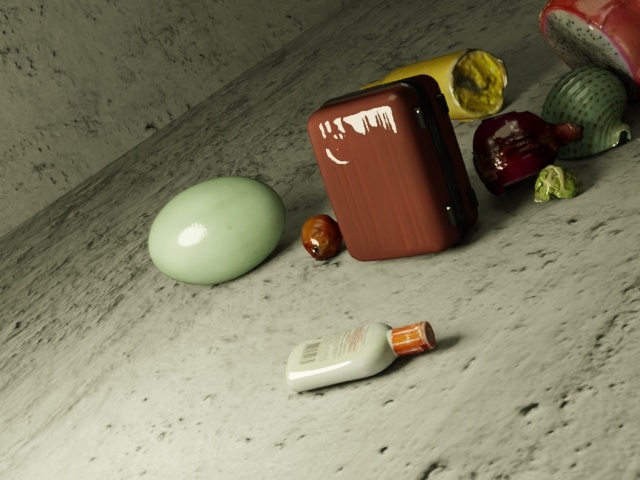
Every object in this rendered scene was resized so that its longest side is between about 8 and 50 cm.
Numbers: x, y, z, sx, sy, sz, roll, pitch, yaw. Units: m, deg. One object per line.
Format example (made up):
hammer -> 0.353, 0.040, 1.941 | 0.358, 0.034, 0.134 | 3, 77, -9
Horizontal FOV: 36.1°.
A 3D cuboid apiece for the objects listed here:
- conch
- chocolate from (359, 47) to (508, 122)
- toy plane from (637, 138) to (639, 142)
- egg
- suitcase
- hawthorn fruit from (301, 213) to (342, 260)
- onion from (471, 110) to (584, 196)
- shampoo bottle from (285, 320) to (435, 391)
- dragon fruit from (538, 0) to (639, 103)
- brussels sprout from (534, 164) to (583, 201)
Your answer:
conch -> 0.484, -0.244, 1.799 | 0.172, 0.131, 0.200 | -27, 20, -5
chocolate -> 0.245, -0.350, 2.326 | 0.162, 0.162, 0.445 | -35, 18, -24
toy plane -> 0.581, -0.174, 1.663 | 0.083, 0.031, 0.078 | -21, 37, 18
egg -> -0.204, -0.020, 1.947 | 0.283, 0.203, 0.203 | -23, 20, -8
suitcase -> 0.124, -0.121, 1.688 | 0.236, 0.297, 0.161 | -8, 19, 38
hawthorn fruit -> 0.000, 0.000, 1.845 | 0.081, 0.081, 0.093 | -14, 37, 28
onion -> 0.357, -0.177, 1.733 | 0.198, 0.135, 0.173 | -31, 1, 7
shampoo bottle -> 0.058, 0.162, 1.428 | 0.221, 0.051, 0.108 | -16, 22, 22
dragon fruit -> 0.573, -0.406, 1.856 | 0.189, 0.290, 0.290 | -47, 22, 1
brussels sprout -> 0.401, -0.102, 1.666 | 0.085, 0.058, 0.085 | -11, 10, 2
